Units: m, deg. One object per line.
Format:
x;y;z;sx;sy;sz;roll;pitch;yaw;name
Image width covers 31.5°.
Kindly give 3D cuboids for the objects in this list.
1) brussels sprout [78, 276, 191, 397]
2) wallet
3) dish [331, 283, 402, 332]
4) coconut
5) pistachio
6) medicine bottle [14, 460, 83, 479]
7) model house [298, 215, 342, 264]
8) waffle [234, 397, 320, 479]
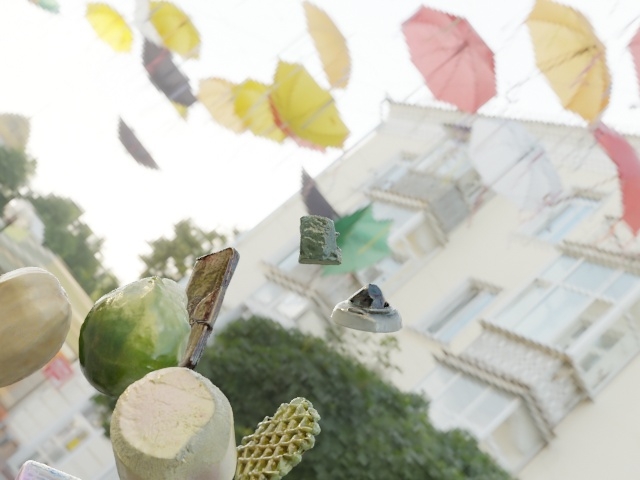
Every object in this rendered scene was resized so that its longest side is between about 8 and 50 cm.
-0.260;0.136;1.592;0.144;0.180;0.161;40;-59;-13;brussels sprout
-0.207;0.125;1.907;0.031;0.255;0.137;32;-34;-24;wallet
0.094;0.122;2.183;0.141;0.141;0.078;24;-70;55;dish
-0.171;0.237;1.327;0.147;0.147;0.152;42;-28;25;coconut
-0.475;0.135;1.711;0.157;0.229;0.157;52;8;-11;pistachio
-0.453;0.515;2.078;0.255;0.152;0.152;23;-15;-7;medicine bottle
0.000;0.000;2.013;0.066;0.079;0.083;101;-10;-80;model house
-0.068;0.319;1.754;0.036;0.169;0.183;47;7;-18;waffle
